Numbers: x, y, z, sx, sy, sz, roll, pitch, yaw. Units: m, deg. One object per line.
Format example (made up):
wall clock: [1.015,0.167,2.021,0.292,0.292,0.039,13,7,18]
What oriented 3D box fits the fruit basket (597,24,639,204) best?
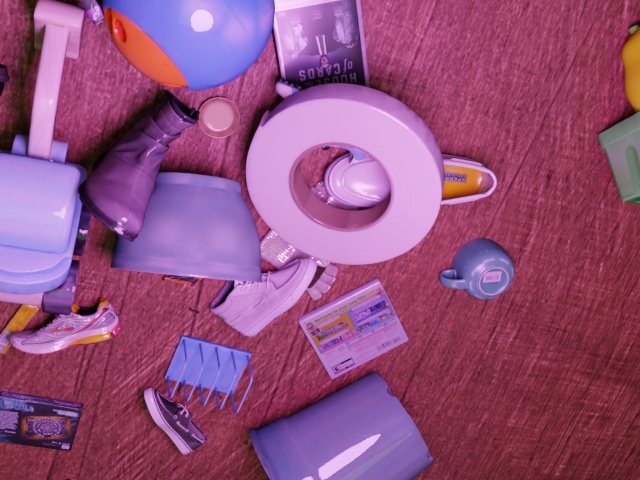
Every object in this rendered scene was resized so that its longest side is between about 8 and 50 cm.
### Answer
fruit basket: [0.773,-0.280,1.616,0.283,0.392,0.392,8,113,-17]

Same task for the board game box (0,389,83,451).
board game box: [-0.646,0.411,1.740,0.186,0.026,0.126,14,111,-19]

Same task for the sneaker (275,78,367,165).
sneaker: [0.003,-0.233,1.513,0.237,0.085,0.086,35,99,-18]

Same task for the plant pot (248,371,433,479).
plant pot: [0.060,0.502,1.806,0.334,0.341,0.341,-32,119,-7]

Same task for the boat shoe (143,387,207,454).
boat shoe: [-0.337,0.411,1.792,0.070,0.077,0.219,-27,127,1]

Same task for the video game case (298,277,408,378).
video game case: [0.080,0.211,1.822,0.212,0.023,0.193,-27,119,1]

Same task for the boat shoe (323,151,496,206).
boat shoe: [0.197,-0.120,1.598,0.367,0.156,0.135,2,99,-14]

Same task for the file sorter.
file sorter: [-0.252,0.308,1.742,0.170,0.104,0.118,18,109,-20]

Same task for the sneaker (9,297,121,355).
sneaker: [-0.545,0.178,1.629,0.225,0.088,0.092,-14,108,-13]

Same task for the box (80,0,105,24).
box: [-0.421,-0.459,1.321,0.029,0.116,0.162,-30,119,0]

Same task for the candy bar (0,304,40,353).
candy bar: [-0.648,0.180,1.632,0.040,0.018,0.161,35,104,-22]

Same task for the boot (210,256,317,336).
boot: [-0.130,0.104,1.660,0.123,0.095,0.258,34,118,-23]

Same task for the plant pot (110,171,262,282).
plant pot: [-0.252,-0.028,1.504,0.293,0.293,0.196,6,87,-16]

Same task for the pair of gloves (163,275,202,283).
pair of gloves: [-0.296,0.083,1.642,0.074,0.083,0.010,7,78,-22]

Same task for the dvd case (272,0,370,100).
dvd case: [0.001,-0.377,1.513,0.179,0.029,0.238,-12,117,-7]

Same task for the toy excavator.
toy excavator: [-0.504,-0.141,1.376,0.222,0.432,0.445,12,140,-18]

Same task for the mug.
mug: [0.375,0.082,1.788,0.158,0.097,0.129,-45,117,10]

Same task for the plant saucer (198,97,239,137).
plant saucer: [-0.204,-0.247,1.534,0.083,0.015,0.083,-5,116,-10]

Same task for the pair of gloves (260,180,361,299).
pair of gloves: [0.000,0.000,1.689,0.240,0.042,0.204,-45,117,9]

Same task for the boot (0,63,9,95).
boot: [-0.707,-0.182,1.375,0.348,0.131,0.260,-7,110,2]

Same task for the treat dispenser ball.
treat dispenser ball: [-0.221,-0.400,1.300,0.288,0.288,0.288,-5,116,-11]

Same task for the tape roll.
tape roll: [0.046,-0.121,1.502,0.392,0.072,0.392,8,130,10]

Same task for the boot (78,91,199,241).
boot: [-0.312,-0.153,1.369,0.223,0.338,0.118,-43,121,10]
